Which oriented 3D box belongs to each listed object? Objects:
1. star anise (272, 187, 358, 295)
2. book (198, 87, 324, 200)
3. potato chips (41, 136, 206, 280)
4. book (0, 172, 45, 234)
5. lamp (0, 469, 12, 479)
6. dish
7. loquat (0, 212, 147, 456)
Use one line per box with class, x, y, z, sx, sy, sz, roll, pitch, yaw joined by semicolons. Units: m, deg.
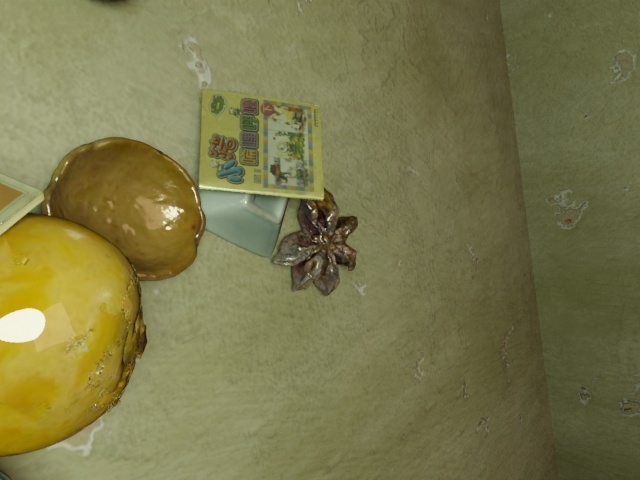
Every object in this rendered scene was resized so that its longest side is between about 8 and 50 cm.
star anise;0.008;0.012;0.895;0.197;0.073;0.212;36;66;-39
book;-0.088;-0.148;0.723;0.193;0.013;0.167;3;73;-18
potato chips;-0.255;-0.035;0.613;0.208;0.062;0.195;-25;102;-44
book;-0.379;-0.031;0.359;0.018;0.242;0.170;109;5;-46
lamp;-0.369;0.303;0.360;0.233;0.233;0.265;54;29;-32
dish;-0.095;-0.110;0.780;0.182;0.080;0.243;31;66;-43
loquat;-0.288;0.086;0.451;0.235;0.235;0.234;2;88;-48
